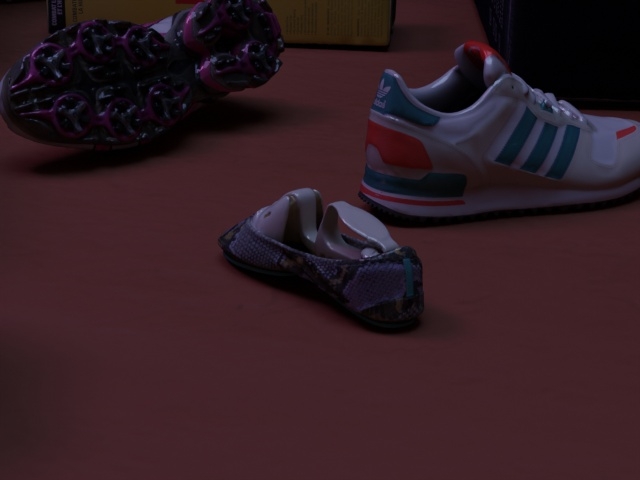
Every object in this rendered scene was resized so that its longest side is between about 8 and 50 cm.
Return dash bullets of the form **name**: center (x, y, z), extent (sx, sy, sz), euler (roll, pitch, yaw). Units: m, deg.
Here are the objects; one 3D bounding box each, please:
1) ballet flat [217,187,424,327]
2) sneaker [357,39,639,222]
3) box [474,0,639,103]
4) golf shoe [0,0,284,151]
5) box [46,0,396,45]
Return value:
- **ballet flat**: center (0.000, 0.000, 0.640), extent (0.041, 0.041, 0.114), euler (-15, 25, -38)
- **sneaker**: center (0.094, -0.056, 0.747), extent (0.161, 0.075, 0.057), euler (-8, 21, -23)
- **box**: center (0.218, -0.277, 1.055), extent (0.212, 0.293, 0.395), euler (2, 20, 1)
- **golf shoe**: center (-0.103, -0.082, 0.848), extent (0.086, 0.067, 0.186), euler (-17, 3, 42)
- **box**: center (-0.065, -0.171, 1.088), extent (0.232, 0.058, 0.087), euler (4, 19, 6)
